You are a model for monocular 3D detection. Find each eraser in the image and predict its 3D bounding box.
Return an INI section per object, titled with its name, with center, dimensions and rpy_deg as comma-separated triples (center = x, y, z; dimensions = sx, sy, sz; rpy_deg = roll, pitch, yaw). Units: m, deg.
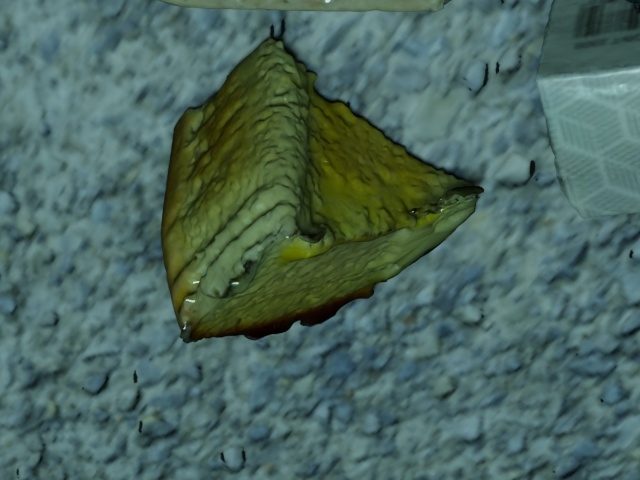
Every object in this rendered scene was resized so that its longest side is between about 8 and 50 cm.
[eraser]
center = 0.315, -0.092, 0.944
dimensions = 0.404, 0.098, 0.096
rpy_deg = -5, 125, 21

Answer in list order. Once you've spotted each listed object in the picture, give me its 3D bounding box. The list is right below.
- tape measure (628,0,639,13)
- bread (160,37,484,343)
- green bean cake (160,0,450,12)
[tape measure]
center = 0.086, -0.240, 0.839
dimensions = 0.207, 0.115, 0.235
rpy_deg = 19, 102, -2
[bread]
center = 0.000, 0.000, 1.087
dimensions = 0.160, 0.169, 0.140
rpy_deg = 29, 129, -25
[green bean cake]
center = -0.010, -0.180, 0.981
dimensions = 0.179, 0.085, 0.109
rpy_deg = 3, 127, 13
